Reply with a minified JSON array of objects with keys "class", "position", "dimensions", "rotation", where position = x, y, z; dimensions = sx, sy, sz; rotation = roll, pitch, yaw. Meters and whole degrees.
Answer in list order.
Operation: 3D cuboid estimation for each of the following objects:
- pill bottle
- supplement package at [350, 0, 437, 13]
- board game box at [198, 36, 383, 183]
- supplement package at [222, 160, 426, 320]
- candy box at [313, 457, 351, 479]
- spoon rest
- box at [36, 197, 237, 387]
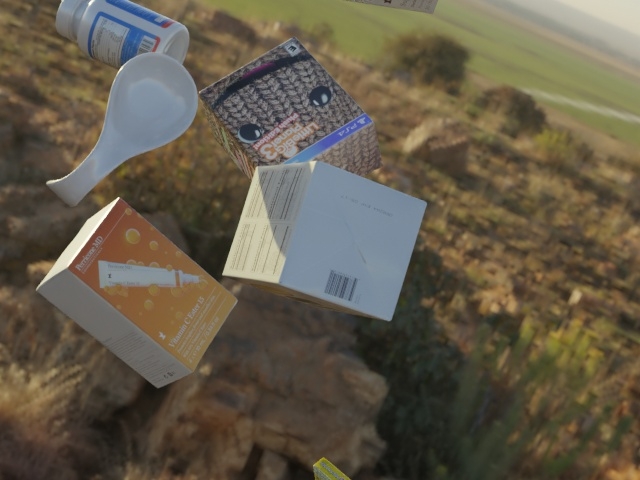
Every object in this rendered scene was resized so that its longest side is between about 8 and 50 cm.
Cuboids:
[{"class":"pill bottle","position":[-0.361,-0.374,2.083],"dimensions":[0.221,0.124,0.124],"rotation":[26,16,12]},{"class":"supplement package","position":[0.052,-0.486,1.760],"dimensions":[0.293,0.177,0.175],"rotation":[7,58,-7]},{"class":"board game box","position":[-0.059,-0.216,2.240],"dimensions":[0.291,0.232,0.141],"rotation":[51,-12,33]},{"class":"supplement package","position":[0.000,0.000,1.830],"dimensions":[0.199,0.198,0.263],"rotation":[20,-6,-23]},{"class":"candy box","position":[0.041,0.428,1.765],"dimensions":[0.027,0.206,0.105],"rotation":[-34,50,-25]},{"class":"spoon rest","position":[-0.296,-0.166,1.744],"dimensions":[0.137,0.276,0.084],"rotation":[44,-14,-21]},{"class":"box","position":[-0.387,0.115,2.446],"dimensions":[0.345,0.168,0.215],"rotation":[42,53,-16]}]
